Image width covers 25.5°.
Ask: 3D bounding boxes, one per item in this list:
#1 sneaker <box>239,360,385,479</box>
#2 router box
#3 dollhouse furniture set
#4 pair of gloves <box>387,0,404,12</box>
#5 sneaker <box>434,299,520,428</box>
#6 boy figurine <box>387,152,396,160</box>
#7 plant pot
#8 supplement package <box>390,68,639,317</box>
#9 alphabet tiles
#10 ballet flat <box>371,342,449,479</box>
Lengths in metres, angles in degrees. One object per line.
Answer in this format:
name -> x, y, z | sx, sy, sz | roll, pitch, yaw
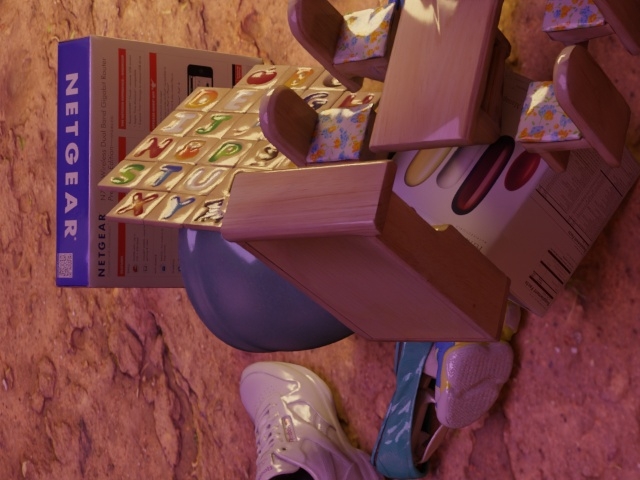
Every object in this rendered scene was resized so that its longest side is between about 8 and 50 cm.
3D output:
sneaker -> -0.036, 0.263, 1.857 | 0.305, 0.152, 0.114 | 47, 124, 39
router box -> -0.217, -0.101, 1.956 | 0.082, 0.301, 0.335 | -1, 87, 47
dollhouse furniture set -> 0.086, -0.129, 1.399 | 0.362, 0.256, 0.394 | -2, 63, 35
pair of gloves -> 0.153, -0.329, 1.763 | 0.198, 0.023, 0.159 | -5, 85, 48
sneaker -> 0.172, 0.098, 1.689 | 0.126, 0.091, 0.240 | 24, 95, 56
boy figurine -> 0.151, -0.211, 1.698 | 0.177, 0.092, 0.285 | 43, 127, 40
plant pot -> 0.000, 0.000, 1.728 | 0.196, 0.293, 0.293 | 2, 91, 44
supplement package -> 0.201, -0.063, 1.556 | 0.194, 0.149, 0.203 | 31, 84, 44
alphabet tiles -> -0.095, -0.119, 1.697 | 0.285, 0.342, 0.011 | 5, 129, 34
ballet flat -> 0.130, 0.181, 1.744 | 0.087, 0.083, 0.247 | 15, 101, 22
